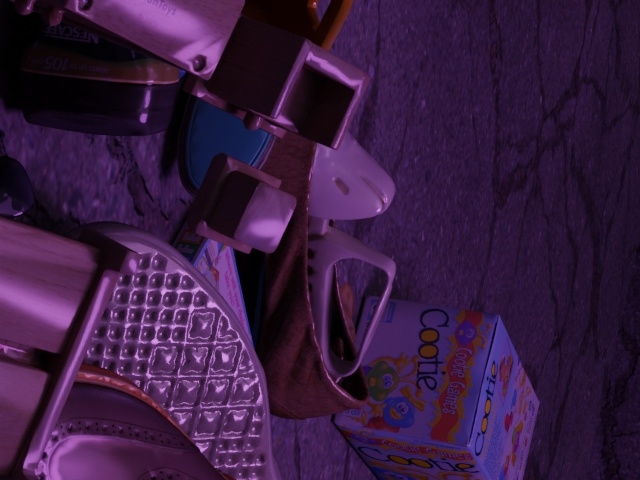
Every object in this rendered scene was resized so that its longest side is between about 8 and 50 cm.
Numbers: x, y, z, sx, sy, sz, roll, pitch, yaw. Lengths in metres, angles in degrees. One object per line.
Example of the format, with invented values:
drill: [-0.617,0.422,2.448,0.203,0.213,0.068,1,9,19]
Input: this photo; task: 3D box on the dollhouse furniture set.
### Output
dollhouse furniture set: [-0.187,0.005,0.936,0.303,0.174,0.355,23,92,-48]

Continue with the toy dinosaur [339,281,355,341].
toy dinosaur: [0.017,0.087,1.678,0.183,0.053,0.092,71,31,-52]

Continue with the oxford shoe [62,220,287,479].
oxford shoe: [-0.104,0.157,1.269,0.169,0.130,0.449,-36,132,-12]

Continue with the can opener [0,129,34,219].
can opener: [-0.218,0.005,0.987,0.059,0.073,0.186,-47,-172,46]

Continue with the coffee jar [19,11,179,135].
coffee jar: [-0.129,-0.156,1.091,0.079,0.096,0.184,-33,128,-76]

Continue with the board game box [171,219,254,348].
board game box: [-0.091,0.065,1.396,0.103,0.026,0.154,-63,154,-43]

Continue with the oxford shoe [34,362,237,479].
oxford shoe: [-0.100,0.179,1.108,0.364,0.133,0.130,34,92,-43]

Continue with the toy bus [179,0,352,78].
toy bus: [-0.042,-0.196,1.163,0.191,0.104,0.202,-176,-85,-66]

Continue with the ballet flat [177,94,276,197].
ballet flat: [-0.059,-0.126,1.359,0.068,0.072,0.213,151,-46,-76]

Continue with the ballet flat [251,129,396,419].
ballet flat: [0.000,0.000,1.483,0.116,0.124,0.342,-53,146,-60]

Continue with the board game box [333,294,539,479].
board game box: [0.127,0.179,1.893,0.275,0.142,0.144,58,43,-62]
